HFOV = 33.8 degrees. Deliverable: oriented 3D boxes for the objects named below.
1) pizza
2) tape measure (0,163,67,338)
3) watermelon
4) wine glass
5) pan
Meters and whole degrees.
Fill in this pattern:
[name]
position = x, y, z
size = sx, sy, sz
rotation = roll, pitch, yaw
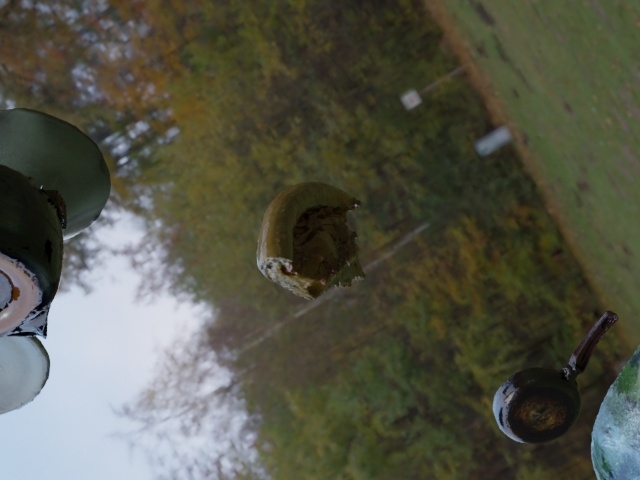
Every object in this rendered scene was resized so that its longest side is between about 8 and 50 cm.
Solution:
[pizza]
position = -0.004, -0.004, 1.231
size = 0.134, 0.056, 0.271
rotation = 60, -155, 8
[tape measure]
position = -0.351, 0.012, 1.021
size = 0.223, 0.202, 0.135
rotation = 113, 155, -50
[watermelon]
position = 0.276, 0.174, 0.882
size = 0.080, 0.155, 0.101
rotation = 10, -142, -33
[wine glass]
position = -0.451, 0.028, 1.471
size = 0.267, 0.267, 0.406
rotation = 53, -159, -34
[pan]
position = 0.312, 0.178, 1.346
size = 0.115, 0.212, 0.040
rotation = 34, -167, -22
